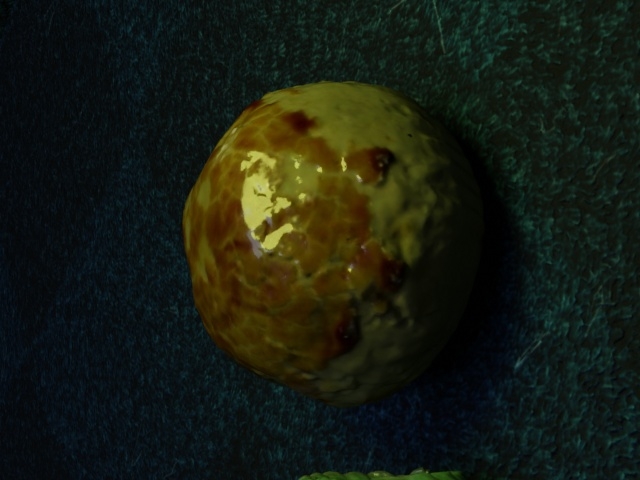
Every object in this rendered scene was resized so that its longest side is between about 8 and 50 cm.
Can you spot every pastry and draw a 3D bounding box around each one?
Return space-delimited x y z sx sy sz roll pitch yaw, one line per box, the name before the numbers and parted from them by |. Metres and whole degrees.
pastry | 0.000 0.000 1.495 0.388 0.312 0.389 -18 69 57

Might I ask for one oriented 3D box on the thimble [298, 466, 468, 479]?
thimble | 0.074 0.337 1.452 0.219 0.219 0.150 -15 74 56
